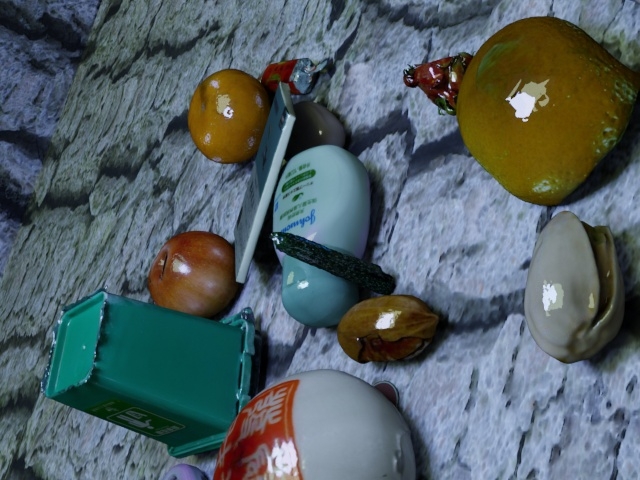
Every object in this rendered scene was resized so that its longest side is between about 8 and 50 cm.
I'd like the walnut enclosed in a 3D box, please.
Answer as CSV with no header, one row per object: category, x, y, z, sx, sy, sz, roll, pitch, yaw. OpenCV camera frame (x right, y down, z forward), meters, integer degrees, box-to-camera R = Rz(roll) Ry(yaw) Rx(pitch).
walnut,0.115,0.149,1.471,0.207,0.116,0.116,-18,55,37

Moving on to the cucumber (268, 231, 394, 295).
cucumber,0.023,0.036,1.521,0.044,0.256,0.043,-32,43,49

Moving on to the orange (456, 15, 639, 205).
orange,0.336,-0.214,1.376,0.262,0.196,0.334,-57,41,32

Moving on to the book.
book,-0.122,-0.129,1.846,0.264,0.031,0.379,-106,32,-65

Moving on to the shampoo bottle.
shampoo bottle,0.000,0.000,1.665,0.222,0.151,0.349,-23,53,34

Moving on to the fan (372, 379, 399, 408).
fan,0.086,0.290,1.500,0.133,0.005,0.085,-28,49,38

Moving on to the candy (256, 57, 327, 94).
candy,-0.079,-0.389,2.084,0.292,0.059,0.086,4,69,52

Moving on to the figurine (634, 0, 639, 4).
figurine,0.437,-0.471,1.240,0.377,0.361,0.266,-11,38,55

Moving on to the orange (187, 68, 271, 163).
orange,-0.216,-0.298,2.099,0.240,0.171,0.240,-2,87,55

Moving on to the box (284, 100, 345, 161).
box,-0.023,-0.222,1.884,0.146,0.088,0.200,-58,35,12

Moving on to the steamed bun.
steamed bun,-0.038,0.385,1.399,0.374,0.241,0.374,-31,48,43

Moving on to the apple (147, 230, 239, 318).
apple,-0.293,0.079,1.965,0.235,0.173,0.210,-41,41,31

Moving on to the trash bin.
trash bin,-0.319,0.240,1.718,0.259,0.381,0.295,-25,50,40

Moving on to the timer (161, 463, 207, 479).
timer,-0.280,0.565,1.736,0.191,0.069,0.208,-55,35,12

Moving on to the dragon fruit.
dragon fruit,0.230,-0.290,1.585,0.138,0.142,0.175,-22,67,-1

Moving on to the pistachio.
pistachio,0.348,0.065,1.205,0.144,0.144,0.215,-20,48,44
